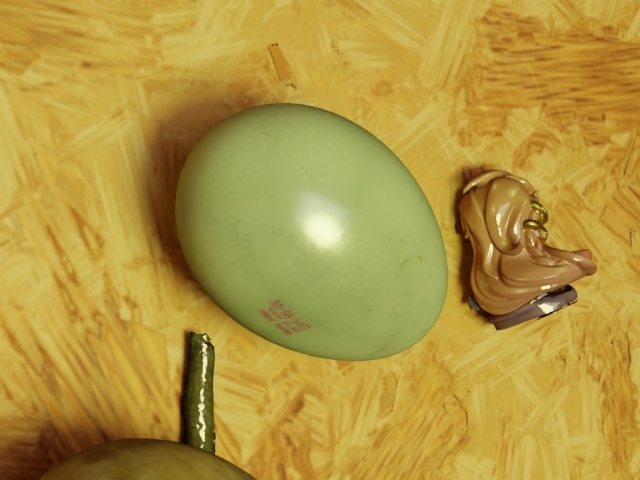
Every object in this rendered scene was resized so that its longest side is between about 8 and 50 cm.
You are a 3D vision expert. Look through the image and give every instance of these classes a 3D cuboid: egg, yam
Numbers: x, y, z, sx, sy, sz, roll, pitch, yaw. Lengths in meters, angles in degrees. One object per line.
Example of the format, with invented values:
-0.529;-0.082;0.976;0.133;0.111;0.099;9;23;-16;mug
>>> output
0.000;0.000;0.950;0.264;0.183;0.183;38;71;-37;egg
-0.096;0.139;0.979;0.033;0.027;0.129;4;91;5;yam

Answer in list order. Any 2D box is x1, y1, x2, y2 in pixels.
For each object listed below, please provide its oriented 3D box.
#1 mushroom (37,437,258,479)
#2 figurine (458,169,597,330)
-0.122;0.301;0.837;0.290;0.297;0.297;-42;116;3;mushroom
0.188;0.010;1.121;0.114;0.126;0.157;-72;140;-65;figurine
